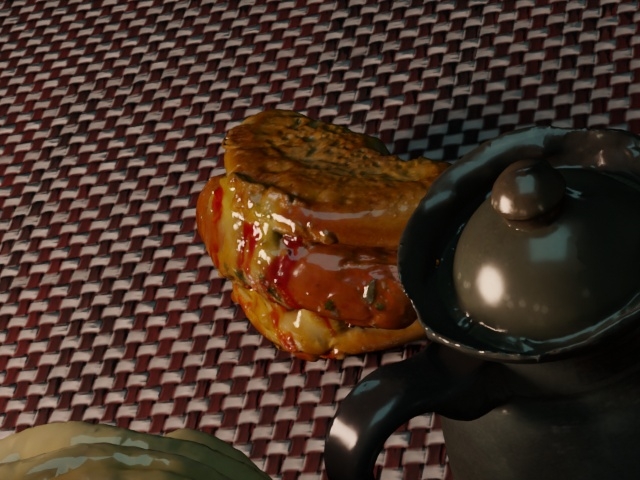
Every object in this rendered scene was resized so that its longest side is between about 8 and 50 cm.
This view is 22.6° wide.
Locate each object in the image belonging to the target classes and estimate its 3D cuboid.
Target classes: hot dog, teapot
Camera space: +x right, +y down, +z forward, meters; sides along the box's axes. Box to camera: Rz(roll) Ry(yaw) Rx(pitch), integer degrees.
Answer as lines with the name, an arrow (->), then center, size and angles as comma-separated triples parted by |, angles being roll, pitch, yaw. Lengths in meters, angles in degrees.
hot dog -> 0.000, 0.000, 1.221 | 0.257, 0.150, 0.153 | 23, 50, 41
teapot -> 0.123, 0.070, 0.966 | 0.305, 0.285, 0.223 | -21, 41, 5

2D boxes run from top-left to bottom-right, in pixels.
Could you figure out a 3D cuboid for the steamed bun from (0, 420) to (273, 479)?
steamed bun -> -0.079, 0.277, 0.876 | 0.230, 0.324, 0.372 | -12, 37, -37
